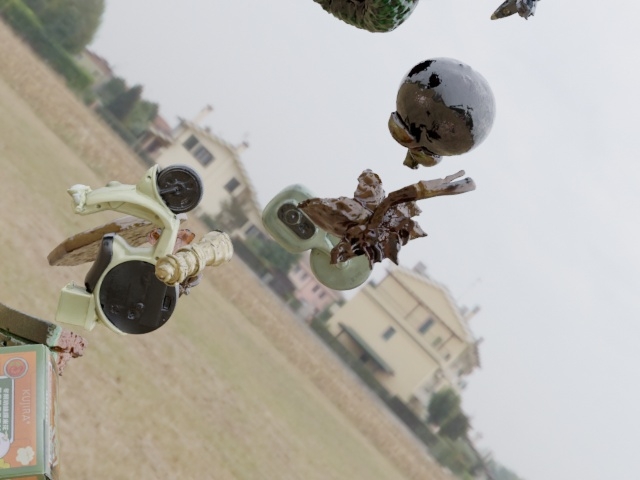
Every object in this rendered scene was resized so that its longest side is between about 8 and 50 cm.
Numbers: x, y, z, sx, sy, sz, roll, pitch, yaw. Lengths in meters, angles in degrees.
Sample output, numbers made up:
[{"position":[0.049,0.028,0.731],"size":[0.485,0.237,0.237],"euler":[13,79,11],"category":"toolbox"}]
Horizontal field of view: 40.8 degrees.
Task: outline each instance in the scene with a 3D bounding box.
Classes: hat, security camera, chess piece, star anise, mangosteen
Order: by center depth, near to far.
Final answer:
[{"position":[-0.195,0.029,1.304],"size":[0.060,0.060,0.172],"euler":[45,24,6],"category":"chess piece"},{"position":[0.128,-0.060,1.631],"size":[0.148,0.347,0.237],"euler":[53,35,-40],"category":"star anise"},{"position":[0.234,-0.245,1.742],"size":[0.211,0.250,0.211],"euler":[23,35,-18],"category":"mangosteen"},{"position":[0.131,-0.639,1.874],"size":[0.274,0.332,0.242],"euler":[26,-11,30],"category":"hat"},{"position":[0.000,0.000,2.030],"size":[0.301,0.157,0.080],"euler":[44,10,-9],"category":"security camera"},{"position":[-0.381,0.112,2.331],"size":[0.057,0.168,0.168],"euler":[45,-3,19],"category":"star anise"}]

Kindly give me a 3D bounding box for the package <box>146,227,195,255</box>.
[{"position":[-0.339,-0.003,1.952],"size":[0.111,0.077,0.033],"euler":[33,-26,-32],"category":"package"}]

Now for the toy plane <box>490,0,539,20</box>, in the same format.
[{"position":[0.364,-0.389,1.208],"size":[0.204,0.316,0.103],"euler":[42,37,-22],"category":"toy plane"}]

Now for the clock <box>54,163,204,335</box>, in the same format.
[{"position":[-0.405,0.010,1.799],"size":[0.277,0.378,0.120],"euler":[10,5,-7],"category":"clock"}]

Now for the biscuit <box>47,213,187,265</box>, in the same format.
[{"position":[-0.510,-0.009,2.164],"size":[0.359,0.359,0.046],"euler":[86,-18,-85],"category":"biscuit"}]

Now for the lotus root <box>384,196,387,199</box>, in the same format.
[{"position":[0.113,-0.046,1.924],"size":[0.089,0.179,0.080],"euler":[15,58,-40],"category":"lotus root"}]

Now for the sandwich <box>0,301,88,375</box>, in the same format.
[{"position":[-0.639,0.224,1.934],"size":[0.212,0.109,0.292],"euler":[22,-8,-30],"category":"sandwich"}]

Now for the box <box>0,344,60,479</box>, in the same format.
[{"position":[-0.459,0.278,1.257],"size":[0.177,0.148,0.194],"euler":[108,-25,-56],"category":"box"}]
